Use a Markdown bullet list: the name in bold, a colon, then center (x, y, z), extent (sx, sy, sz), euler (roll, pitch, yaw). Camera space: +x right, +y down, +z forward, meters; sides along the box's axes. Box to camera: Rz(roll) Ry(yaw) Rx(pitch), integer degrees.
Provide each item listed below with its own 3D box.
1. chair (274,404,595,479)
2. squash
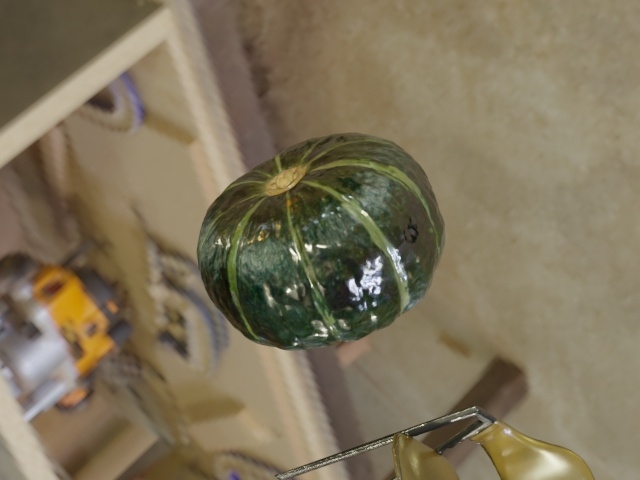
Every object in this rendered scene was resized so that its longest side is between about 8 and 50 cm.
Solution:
- **chair**: center (0.114, 0.259, 1.497), extent (0.172, 0.247, 0.158), euler (29, -141, -50)
- **squash**: center (0.000, 0.000, 1.626), extent (0.252, 0.252, 0.165), euler (10, 136, 50)
